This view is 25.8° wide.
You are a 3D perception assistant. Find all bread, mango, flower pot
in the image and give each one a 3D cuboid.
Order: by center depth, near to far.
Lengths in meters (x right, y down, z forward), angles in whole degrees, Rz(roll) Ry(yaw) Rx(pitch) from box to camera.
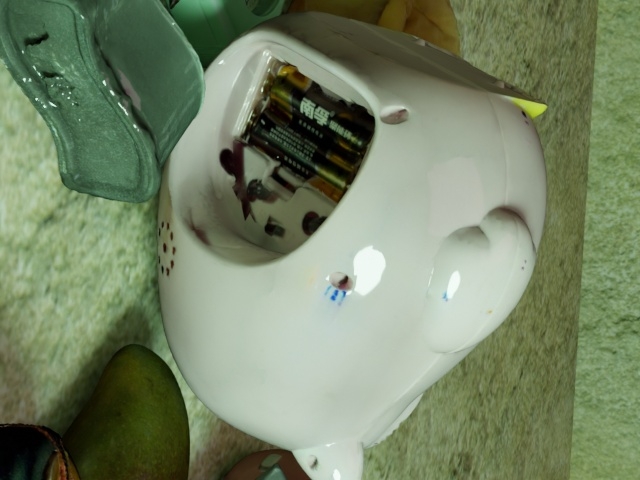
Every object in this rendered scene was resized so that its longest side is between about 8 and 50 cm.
[{"bbox_3d":[-0.169,-0.142,1.079,0.229,0.103,0.108,71,33,-46],"label":"flower pot"},{"bbox_3d":[-0.171,0.204,1.150,0.133,0.111,0.267,53,41,-43],"label":"mango"},{"bbox_3d":[0.032,-0.163,1.516,0.204,0.156,0.288,42,59,-54],"label":"bread"}]

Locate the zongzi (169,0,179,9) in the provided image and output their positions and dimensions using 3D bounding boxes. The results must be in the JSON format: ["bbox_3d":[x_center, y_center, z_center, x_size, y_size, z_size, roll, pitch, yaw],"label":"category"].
[{"bbox_3d":[-0.115,-0.376,1.123,0.286,0.138,0.300,58,44,-52],"label":"zongzi"}]

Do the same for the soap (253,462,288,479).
[{"bbox_3d":[-0.031,0.344,1.197,0.257,0.159,0.302,63,-8,2],"label":"soap"}]

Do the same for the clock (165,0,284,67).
[{"bbox_3d":[-0.079,-0.276,1.319,0.159,0.066,0.211,69,33,-48],"label":"clock"}]

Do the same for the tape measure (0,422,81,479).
[{"bbox_3d":[-0.223,0.239,0.964,0.202,0.135,0.223,76,6,-64],"label":"tape measure"}]

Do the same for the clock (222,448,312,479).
[{"bbox_3d":[-0.031,0.336,1.491,0.241,0.142,0.227,-44,135,-63],"label":"clock"}]

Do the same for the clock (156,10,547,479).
[{"bbox_3d":[0.000,0.000,1.220,0.250,0.368,0.376,9,110,-46],"label":"clock"}]
